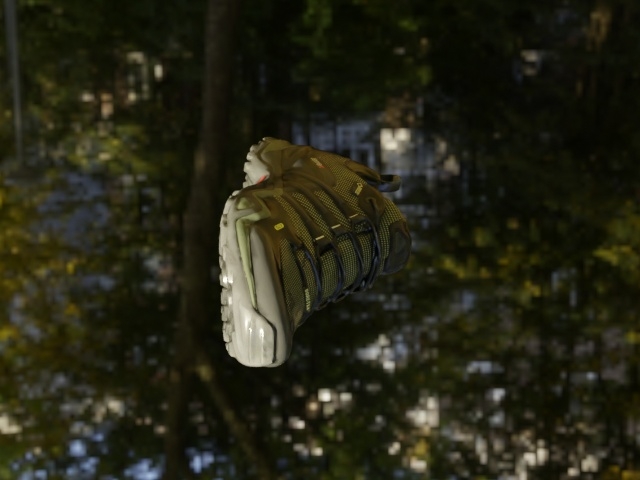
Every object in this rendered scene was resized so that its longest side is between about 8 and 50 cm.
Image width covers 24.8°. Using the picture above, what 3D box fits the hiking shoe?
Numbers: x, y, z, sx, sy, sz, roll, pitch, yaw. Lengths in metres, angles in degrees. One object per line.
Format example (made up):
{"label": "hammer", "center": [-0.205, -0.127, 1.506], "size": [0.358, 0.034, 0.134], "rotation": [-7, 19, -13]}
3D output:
{"label": "hiking shoe", "center": [0.000, 0.000, 0.916], "size": [0.114, 0.086, 0.227], "rotation": [3, -148, 5]}
